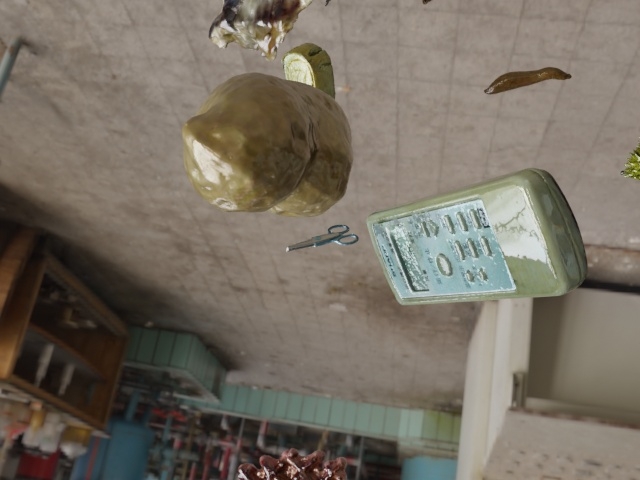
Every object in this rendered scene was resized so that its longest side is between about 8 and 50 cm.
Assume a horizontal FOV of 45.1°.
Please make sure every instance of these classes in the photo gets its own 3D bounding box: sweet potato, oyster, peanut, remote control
[{"bbox_3d":[0.275,-0.216,1.029,0.115,0.026,0.026,-10,153,14],"label":"sweet potato"},{"bbox_3d":[-0.009,-0.160,0.382,0.051,0.148,0.103,36,-177,-26],"label":"oyster"},{"bbox_3d":[-0.058,-0.112,0.972,0.169,0.192,0.387,-39,174,18],"label":"peanut"},{"bbox_3d":[0.121,0.004,0.655,0.038,0.098,0.233,-24,-175,-27],"label":"remote control"}]

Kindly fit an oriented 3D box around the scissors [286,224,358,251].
[{"bbox_3d":[0.000,0.000,1.221,0.119,0.058,0.014,-14,127,-23],"label":"scissors"}]

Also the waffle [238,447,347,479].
[{"bbox_3d":[-0.043,0.460,1.288,0.234,0.221,0.055,-8,174,13],"label":"waffle"}]

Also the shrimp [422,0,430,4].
[{"bbox_3d":[0.173,-0.412,1.075,0.034,0.124,0.178,31,137,10],"label":"shrimp"}]

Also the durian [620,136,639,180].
[{"bbox_3d":[0.464,-0.099,1.016,0.100,0.086,0.215,33,176,-29],"label":"durian"}]

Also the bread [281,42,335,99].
[{"bbox_3d":[-0.019,-0.315,1.541,0.117,0.064,0.156,34,142,49],"label":"bread"}]
